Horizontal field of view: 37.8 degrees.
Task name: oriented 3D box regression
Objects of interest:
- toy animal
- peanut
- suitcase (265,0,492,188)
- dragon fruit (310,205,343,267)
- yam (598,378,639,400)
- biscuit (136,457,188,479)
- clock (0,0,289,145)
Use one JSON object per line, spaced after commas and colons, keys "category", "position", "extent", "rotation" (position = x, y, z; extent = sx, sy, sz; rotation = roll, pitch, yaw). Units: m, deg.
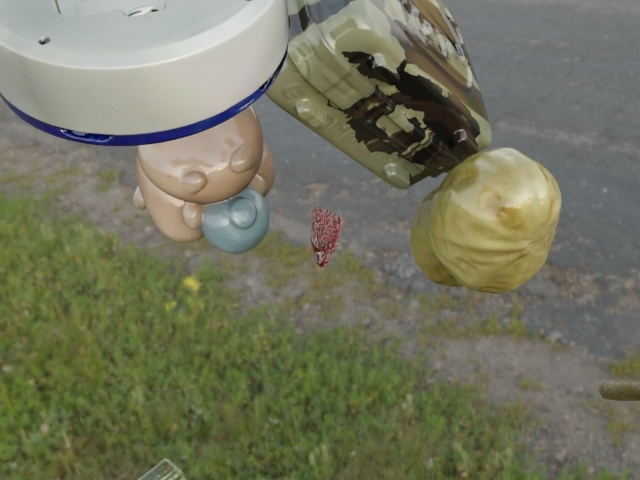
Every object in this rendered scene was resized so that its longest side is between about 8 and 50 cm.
{"category": "toy animal", "position": [-0.173, -0.113, 1.327], "extent": [0.210, 0.221, 0.229], "rotation": [-30, 49, -12]}
{"category": "peanut", "position": [0.179, -0.007, 1.066], "extent": [0.148, 0.147, 0.319], "rotation": [-16, -9, -11]}
{"category": "suitcase", "position": [0.049, -0.258, 1.187], "extent": [0.194, 0.351, 0.339], "rotation": [-28, 55, 26]}
{"category": "dragon fruit", "position": [-0.003, 0.000, 1.926], "extent": [0.063, 0.097, 0.131], "rotation": [-19, 62, 35]}
{"category": "yam", "position": [0.407, 0.197, 1.228], "extent": [0.032, 0.032, 0.145], "rotation": [-14, -7, -7]}
{"category": "biscuit", "position": [-0.337, 0.468, 1.441], "extent": [0.322, 0.099, 0.038], "rotation": [-37, -9, -17]}
{"category": "clock", "position": [-0.140, -0.174, 0.701], "extent": [0.230, 0.083, 0.230], "rotation": [0, 51, 1]}
